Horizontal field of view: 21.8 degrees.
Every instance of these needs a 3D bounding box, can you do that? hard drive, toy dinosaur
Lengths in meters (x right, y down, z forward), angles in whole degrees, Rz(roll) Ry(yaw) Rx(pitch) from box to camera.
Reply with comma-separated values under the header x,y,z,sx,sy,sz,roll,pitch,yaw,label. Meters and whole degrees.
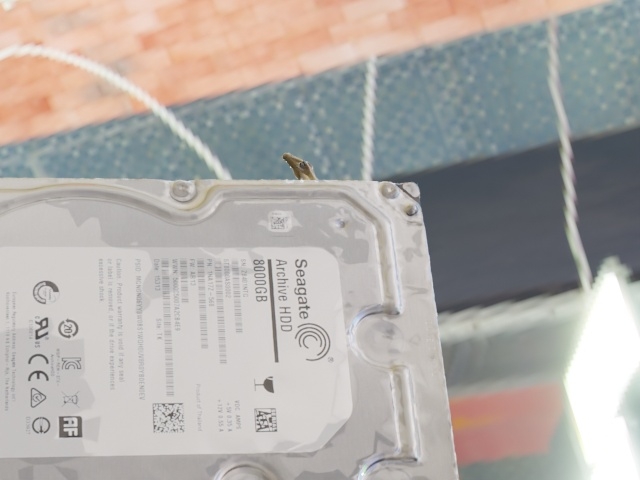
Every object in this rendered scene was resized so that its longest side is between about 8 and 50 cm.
x,y,z,sx,sy,sz,roll,pitch,yaw,label
-0.094,0.075,1.006,0.338,0.064,0.237,1,-118,-11,hard drive
0.000,0.000,1.404,0.053,0.183,0.092,-14,163,12,toy dinosaur
